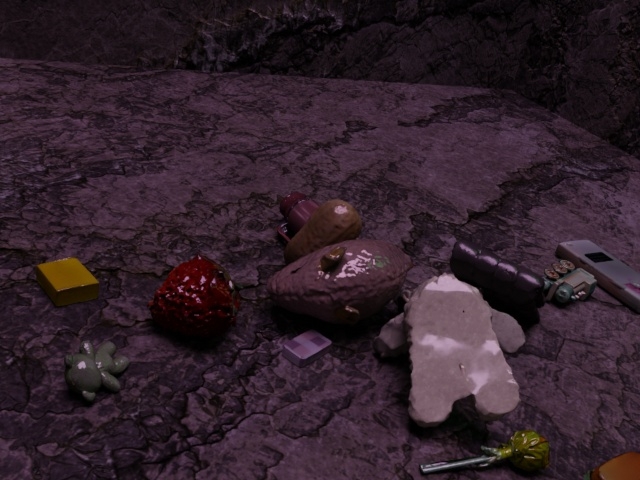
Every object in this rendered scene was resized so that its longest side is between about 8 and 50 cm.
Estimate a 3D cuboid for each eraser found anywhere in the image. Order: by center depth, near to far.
[{"bbox_3d":[-0.029,0.233,1.589,0.065,0.026,0.105,33,33,29],"label":"eraser"},{"bbox_3d":[-0.559,0.089,1.616,0.097,0.045,0.122,-12,36,-38],"label":"eraser"}]

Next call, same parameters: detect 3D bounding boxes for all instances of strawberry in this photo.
[{"bbox_3d":[-0.265,0.129,1.550,0.201,0.184,0.187,-19,36,2],"label":"strawberry"}]

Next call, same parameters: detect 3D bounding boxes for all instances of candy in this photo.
[{"bbox_3d":[0.309,0.406,1.374,0.262,0.077,0.073,-5,28,-14],"label":"candy"}]

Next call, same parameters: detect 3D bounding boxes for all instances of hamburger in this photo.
[{"bbox_3d":[0.562,0.464,1.333,0.166,0.087,0.137,-5,33,-28],"label":"hamburger"}]

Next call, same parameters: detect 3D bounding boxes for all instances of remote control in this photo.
[{"bbox_3d":[0.872,0.101,2.190,0.145,0.050,0.344,-5,32,-30],"label":"remote control"}]

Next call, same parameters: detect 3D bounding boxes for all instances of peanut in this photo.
[{"bbox_3d":[0.000,0.000,1.810,0.122,0.253,0.137,39,21,-7],"label":"peanut"}]

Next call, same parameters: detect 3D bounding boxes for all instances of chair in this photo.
[{"bbox_3d":[-0.090,0.189,1.629,0.086,0.042,0.037,-12,32,-40],"label":"chair"}]

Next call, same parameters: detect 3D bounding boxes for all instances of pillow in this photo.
[{"bbox_3d":[0.438,0.105,1.804,0.228,0.101,0.326,26,-3,23],"label":"pillow"}]

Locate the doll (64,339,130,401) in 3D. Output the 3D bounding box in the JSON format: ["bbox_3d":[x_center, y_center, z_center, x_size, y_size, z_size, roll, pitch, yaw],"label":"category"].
[{"bbox_3d":[-0.422,0.242,1.374,0.115,0.077,0.150,57,25,3],"label":"doll"}]

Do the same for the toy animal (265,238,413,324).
[{"bbox_3d":[0.070,0.092,1.676,0.358,0.188,0.226,-17,6,-23],"label":"toy animal"}]

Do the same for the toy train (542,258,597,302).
[{"bbox_3d":[0.685,0.122,2.047,0.125,0.080,0.194,35,33,30],"label":"toy train"}]

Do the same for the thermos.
[{"bbox_3d":[-0.023,-0.025,2.010,0.109,0.136,0.330,34,7,-44],"label":"thermos"}]

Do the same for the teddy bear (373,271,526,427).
[{"bbox_3d":[0.281,0.232,1.621,0.327,0.362,0.375,-8,69,2],"label":"teddy bear"}]
